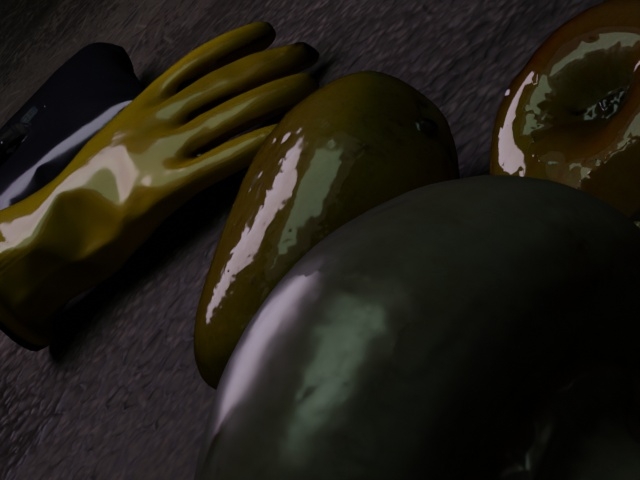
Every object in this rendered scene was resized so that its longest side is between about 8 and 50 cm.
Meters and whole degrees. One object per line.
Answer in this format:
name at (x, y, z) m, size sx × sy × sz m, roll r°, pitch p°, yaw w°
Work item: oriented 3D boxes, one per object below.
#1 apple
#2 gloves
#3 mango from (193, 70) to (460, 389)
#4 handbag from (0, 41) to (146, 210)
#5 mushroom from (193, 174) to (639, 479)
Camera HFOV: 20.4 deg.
apple at (0.134, -0.031, 0.707) m, size 0.146 × 0.146 × 0.146 m, roll -40°, pitch 23°, yaw 21°
gloves at (-0.120, -0.048, 1.291) m, size 0.294 × 0.116 × 0.133 m, roll -35°, pitch 51°, yaw 8°
mango at (0.000, 0.000, 0.958) m, size 0.195 × 0.098 × 0.137 m, roll -57°, pitch 25°, yaw -3°
handbag at (-0.232, -0.075, 1.530) m, size 0.211 × 0.089 × 0.254 m, roll -42°, pitch 21°, yaw 1°
mushroom at (0.056, 0.091, 0.565) m, size 0.206 × 0.206 × 0.209 m, roll -45°, pitch 32°, yaw 8°
